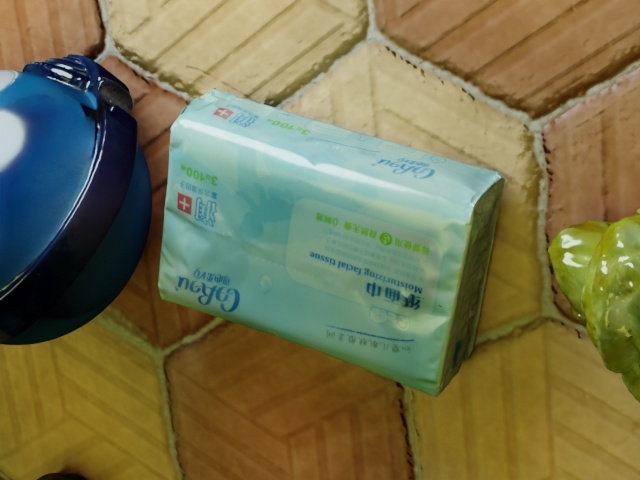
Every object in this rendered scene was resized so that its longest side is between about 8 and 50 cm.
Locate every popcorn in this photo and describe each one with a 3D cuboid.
[{"bbox_3d":[0.253,0.032,0.813,0.212,0.198,0.198,5,114,54],"label":"popcorn"}]

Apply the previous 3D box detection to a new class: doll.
[{"bbox_3d":[-0.286,-0.031,1.044,0.310,0.284,0.240,-1,148,43],"label":"doll"}]

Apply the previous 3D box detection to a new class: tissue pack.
[{"bbox_3d":[0.000,0.000,0.978,0.263,0.089,0.177,19,119,22],"label":"tissue pack"}]

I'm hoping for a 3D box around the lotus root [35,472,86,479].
[{"bbox_3d":[-0.301,0.345,1.261,0.138,0.119,0.235,47,122,6],"label":"lotus root"}]
